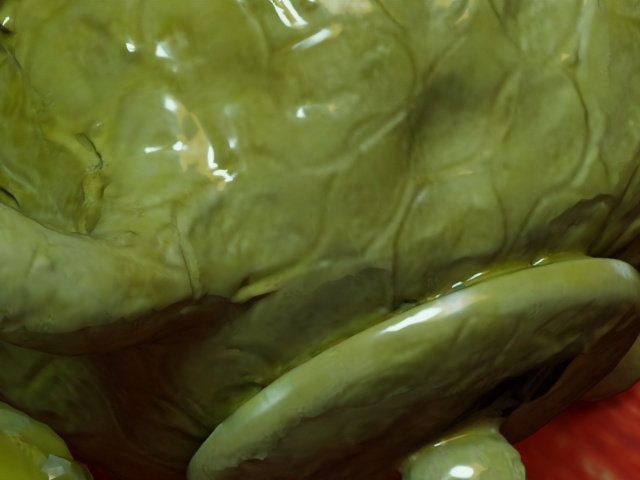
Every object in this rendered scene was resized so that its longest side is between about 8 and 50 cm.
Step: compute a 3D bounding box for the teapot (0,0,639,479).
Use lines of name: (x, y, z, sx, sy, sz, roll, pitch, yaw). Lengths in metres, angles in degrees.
teapot: (0.000, 0.000, 0.474, 0.311, 0.203, 0.167, 12, 47, -56)

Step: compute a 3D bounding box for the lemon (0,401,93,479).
lemon: (-0.185, 0.094, 0.360, 0.263, 0.236, 0.236, 13, 54, -12)
